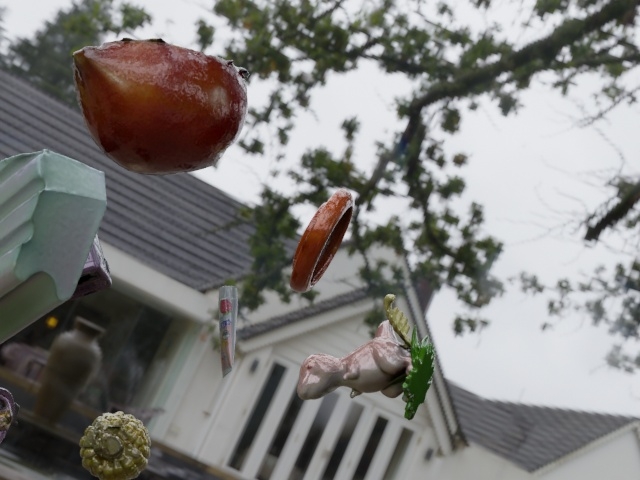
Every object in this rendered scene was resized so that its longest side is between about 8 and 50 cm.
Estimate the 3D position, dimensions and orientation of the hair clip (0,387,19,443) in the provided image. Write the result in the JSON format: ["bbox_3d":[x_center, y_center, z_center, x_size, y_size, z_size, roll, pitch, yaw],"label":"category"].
[{"bbox_3d":[-0.602,0.323,1.513,0.096,0.110,0.359,-26,-6,24],"label":"hair clip"}]

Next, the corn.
[{"bbox_3d":[-0.378,0.391,1.832,0.130,0.130,0.347,25,-16,0],"label":"corn"}]

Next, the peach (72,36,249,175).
[{"bbox_3d":[-0.293,-0.227,1.765,0.258,0.201,0.362,-12,-15,36],"label":"peach"}]

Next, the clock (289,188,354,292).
[{"bbox_3d":[0.000,0.000,1.760,0.051,0.205,0.205,28,-14,8],"label":"clock"}]

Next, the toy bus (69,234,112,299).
[{"bbox_3d":[-0.408,-0.002,1.611,0.098,0.087,0.178,84,-16,-63],"label":"toy bus"}]

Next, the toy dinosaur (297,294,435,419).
[{"bbox_3d":[0.076,0.195,1.496,0.177,0.194,0.152,21,-28,23],"label":"toy dinosaur"}]

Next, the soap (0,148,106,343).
[{"bbox_3d":[-0.440,0.020,1.313,0.347,0.208,0.115,-31,-35,27],"label":"soap"}]

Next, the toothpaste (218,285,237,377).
[{"bbox_3d":[-0.202,0.196,2.124,0.043,0.194,0.067,8,-24,-21],"label":"toothpaste"}]
